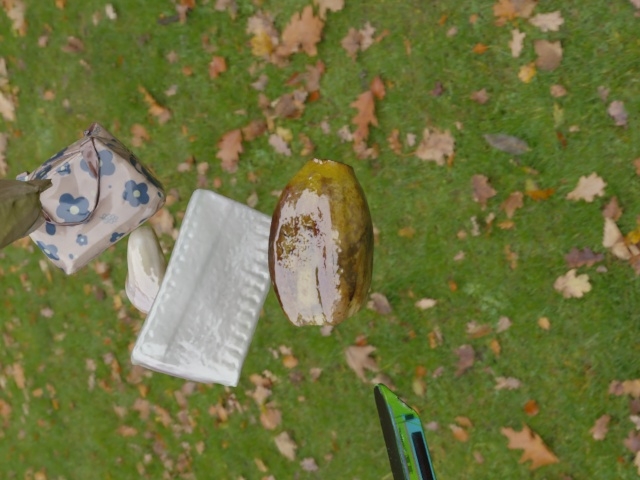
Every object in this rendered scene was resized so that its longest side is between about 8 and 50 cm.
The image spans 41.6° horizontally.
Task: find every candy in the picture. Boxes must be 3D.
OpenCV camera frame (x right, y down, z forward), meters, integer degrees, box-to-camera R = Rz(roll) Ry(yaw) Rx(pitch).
[{"bbox_3d":[-0.209,0.099,1.635,0.145,0.207,0.359,138,151,-74],"label":"candy"}]

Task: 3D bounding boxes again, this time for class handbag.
[{"bbox_3d":[-0.449,-0.089,1.615,0.193,0.251,0.190,53,-178,-29],"label":"handbag"}]

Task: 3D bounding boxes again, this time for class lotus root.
[{"bbox_3d":[0.007,-0.001,1.475,0.193,0.193,0.291,10,106,43],"label":"lotus root"}]

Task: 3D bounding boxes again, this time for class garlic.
[{"bbox_3d":[-0.405,0.080,1.971,0.228,0.110,0.217,-125,27,-53],"label":"garlic"},{"bbox_3d":[-0.360,-0.013,0.846,0.101,0.195,0.087,-1,109,25],"label":"garlic"}]

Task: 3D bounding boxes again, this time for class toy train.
[{"bbox_3d":[0.107,0.259,0.942,0.044,0.042,0.209,133,126,-67],"label":"toy train"}]
